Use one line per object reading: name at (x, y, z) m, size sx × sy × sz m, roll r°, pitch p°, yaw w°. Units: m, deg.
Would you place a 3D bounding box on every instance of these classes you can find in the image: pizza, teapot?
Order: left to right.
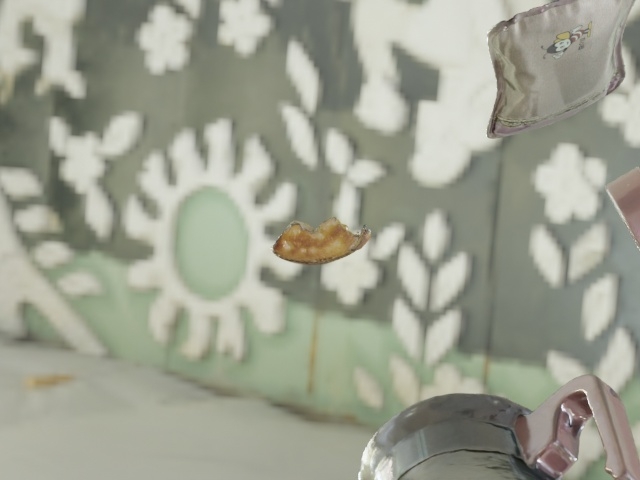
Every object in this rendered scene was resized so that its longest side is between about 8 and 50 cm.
pizza at (0.000, 0.000, 1.450) m, size 0.083 × 0.037 × 0.016 m, roll -9°, pitch -166°, yaw 20°
teapot at (0.194, 0.323, 2.095) m, size 0.305 × 0.376 × 0.362 m, roll 40°, pitch -163°, yaw -22°

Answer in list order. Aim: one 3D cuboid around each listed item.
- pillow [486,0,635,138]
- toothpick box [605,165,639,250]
pillow at (0.195, -0.146, 1.557) m, size 0.130 × 0.038 × 0.233 m, roll -19°, pitch 160°, yaw -4°
toothpick box at (0.340, -0.043, 1.695) m, size 0.149 × 0.098 × 0.098 m, roll -30°, pitch -176°, yaw 7°
